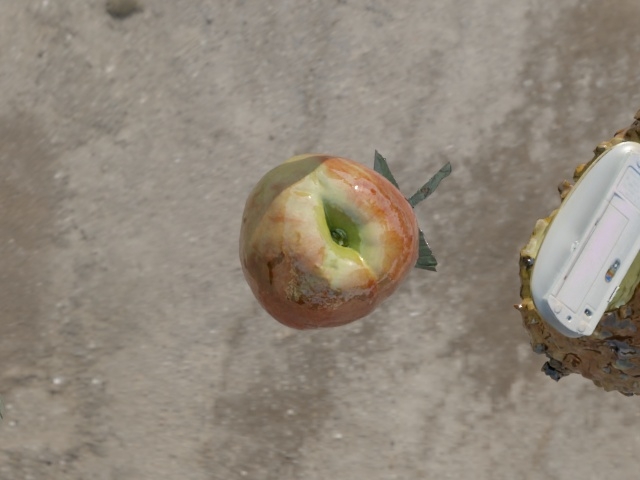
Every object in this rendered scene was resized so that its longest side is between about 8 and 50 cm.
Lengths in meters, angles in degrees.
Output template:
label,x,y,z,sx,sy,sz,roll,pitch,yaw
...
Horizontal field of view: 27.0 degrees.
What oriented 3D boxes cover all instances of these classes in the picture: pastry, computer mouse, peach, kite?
label,x,y,z,sx,sy,sz,roll,pitch,yaw
pastry,0.429,0.009,1.504,0.337,0.405,0.292,15,40,-27
computer mouse,0.270,-0.002,1.292,0.102,0.045,0.199,35,81,-33
peach,0.000,0.000,1.709,0.232,0.257,0.232,1,85,-13
kite,0.131,-0.051,2.026,0.012,0.250,0.229,-7,62,-37

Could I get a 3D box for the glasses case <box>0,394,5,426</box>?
label,x,y,z,sx,sy,sz,roll,pitch,yaw
glasses case,-0.410,0.181,1.524,0.078,0.184,0.039,9,69,-4
